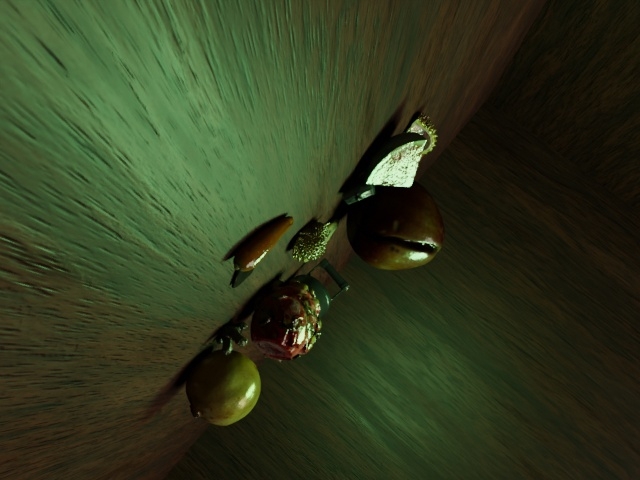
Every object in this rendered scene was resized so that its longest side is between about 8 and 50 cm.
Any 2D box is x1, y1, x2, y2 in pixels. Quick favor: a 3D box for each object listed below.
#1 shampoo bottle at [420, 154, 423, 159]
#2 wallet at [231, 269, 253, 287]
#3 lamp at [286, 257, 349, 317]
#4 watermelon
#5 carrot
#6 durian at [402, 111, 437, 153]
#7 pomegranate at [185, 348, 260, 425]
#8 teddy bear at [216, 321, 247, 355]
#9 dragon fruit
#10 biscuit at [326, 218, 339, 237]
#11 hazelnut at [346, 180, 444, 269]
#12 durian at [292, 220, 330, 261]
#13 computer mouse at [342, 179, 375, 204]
[{"bbox_3d":[0.434,-0.399,2.541,0.085,0.085,0.244,-41,168,-47],"label":"shampoo bottle"},{"bbox_3d":[-0.200,0.070,1.500,0.082,0.018,0.157,-43,169,-36],"label":"wallet"},{"bbox_3d":[-0.092,0.275,2.282,0.374,0.205,0.272,-42,179,23],"label":"lamp"},{"bbox_3d":[0.257,-0.275,1.907,0.256,0.175,0.260,-45,155,-49],"label":"watermelon"},{"bbox_3d":[-0.133,-0.006,1.414,0.271,0.062,0.066,-48,139,-43],"label":"carrot"},{"bbox_3d":[0.374,-0.416,2.167,0.132,0.165,0.183,-3,122,-20],"label":"durian"},{"bbox_3d":[-0.333,0.505,1.889,0.264,0.264,0.264,-49,171,-10],"label":"pomegranate"},{"bbox_3d":[-0.301,0.314,1.860,0.119,0.078,0.160,-33,-167,-2],"label":"teddy bear"},{"bbox_3d":[-0.125,0.273,2.017,0.291,0.250,0.269,-65,148,-31],"label":"dragon fruit"},{"bbox_3d":[0.001,0.001,2.189,0.220,0.033,0.220,-48,172,-9],"label":"biscuit"},{"bbox_3d":[0.294,-0.079,2.188,0.402,0.402,0.429,-50,-174,0],"label":"hazelnut"},{"bbox_3d":[-0.019,0.002,1.886,0.208,0.102,0.147,-48,166,-41],"label":"durian"},{"bbox_3d":[0.136,-0.177,1.964,0.113,0.069,0.229,-23,-178,12],"label":"computer mouse"}]
